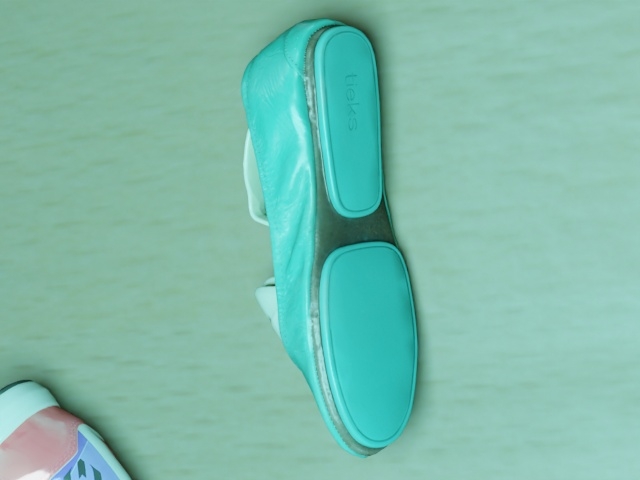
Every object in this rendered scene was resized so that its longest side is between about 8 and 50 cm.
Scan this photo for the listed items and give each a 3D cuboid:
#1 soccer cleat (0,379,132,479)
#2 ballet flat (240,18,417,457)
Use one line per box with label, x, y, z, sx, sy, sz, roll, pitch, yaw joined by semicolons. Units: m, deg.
soccer cleat;-0.230;0.241;1.074;0.116;0.108;0.318;37;102;14
ballet flat;0.000;0.000;0.990;0.087;0.083;0.247;-8;88;48
